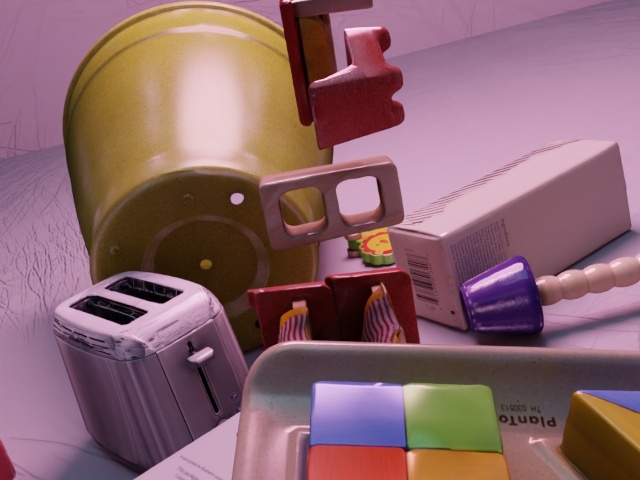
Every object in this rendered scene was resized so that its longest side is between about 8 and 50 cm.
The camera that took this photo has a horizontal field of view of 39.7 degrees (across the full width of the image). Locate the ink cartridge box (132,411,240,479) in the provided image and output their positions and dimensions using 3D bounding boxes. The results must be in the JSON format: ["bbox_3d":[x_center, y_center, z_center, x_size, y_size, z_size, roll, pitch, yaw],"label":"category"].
[{"bbox_3d":[-0.012,0.181,0.556,0.208,0.153,0.087,-28,23,-33],"label":"ink cartridge box"}]

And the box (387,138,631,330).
[{"bbox_3d":[0.213,-0.015,0.971,0.275,0.113,0.094,-25,21,-29],"label":"box"}]

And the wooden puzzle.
[{"bbox_3d":[0.113,0.164,0.378,0.322,0.080,0.347,2,38,0],"label":"wooden puzzle"}]

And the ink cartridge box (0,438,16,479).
[{"bbox_3d":[-0.496,0.182,0.725,0.160,0.279,0.385,6,30,44],"label":"ink cartridge box"}]

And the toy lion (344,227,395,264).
[{"bbox_3d":[0.086,0.000,1.143,0.100,0.034,0.096,-30,32,-36],"label":"toy lion"}]

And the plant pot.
[{"bbox_3d":[-0.140,-0.054,1.058,0.367,0.366,0.353,-15,32,1],"label":"plant pot"}]

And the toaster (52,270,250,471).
[{"bbox_3d":[-0.161,0.118,0.836,0.129,0.146,0.227,-29,24,-34],"label":"toaster"}]

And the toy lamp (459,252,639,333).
[{"bbox_3d":[0.272,0.034,0.848,0.275,0.080,0.080,-13,20,1],"label":"toy lamp"}]

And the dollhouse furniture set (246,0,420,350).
[{"bbox_3d":[0.000,0.000,0.710,0.152,0.374,0.201,-11,18,-1],"label":"dollhouse furniture set"}]
